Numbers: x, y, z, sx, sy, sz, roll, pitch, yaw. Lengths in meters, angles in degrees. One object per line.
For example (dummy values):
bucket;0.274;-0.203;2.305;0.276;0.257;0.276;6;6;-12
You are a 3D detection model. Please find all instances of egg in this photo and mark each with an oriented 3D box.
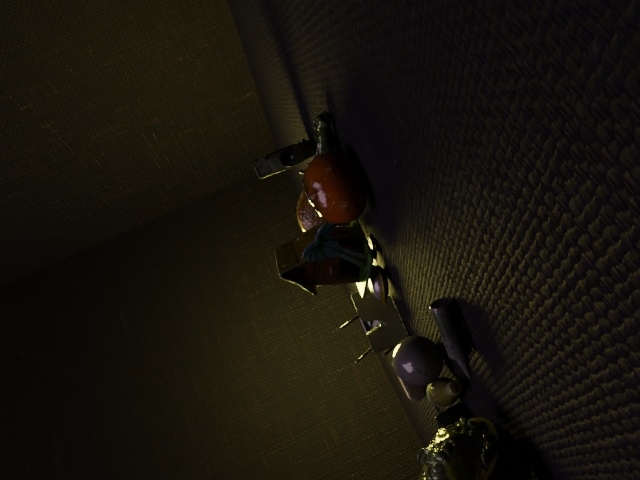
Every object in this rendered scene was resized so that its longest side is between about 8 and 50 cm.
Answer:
egg;0.288;0.357;1.482;0.199;0.146;0.147;113;132;-84

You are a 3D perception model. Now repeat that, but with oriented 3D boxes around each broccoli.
broccoli;0.008;-0.281;1.621;0.165;0.145;0.304;57;159;36

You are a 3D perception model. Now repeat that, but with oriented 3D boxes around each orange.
orange;0.042;-0.155;1.505;0.224;0.170;0.224;64;177;6

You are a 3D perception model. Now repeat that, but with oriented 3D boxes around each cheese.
cheese;0.197;0.111;1.779;0.156;0.064;0.250;-157;55;-82

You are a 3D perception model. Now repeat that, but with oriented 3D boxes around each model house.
model house;0.000;0.000;1.752;0.300;0.323;0.340;-109;20;-50

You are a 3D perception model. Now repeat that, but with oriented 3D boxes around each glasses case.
glasses case;0.367;0.568;2.073;0.196;0.083;0.050;63;173;14

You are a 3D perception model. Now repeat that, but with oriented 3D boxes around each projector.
projector;-0.149;-0.343;2.085;0.193;0.269;0.088;-137;23;-77

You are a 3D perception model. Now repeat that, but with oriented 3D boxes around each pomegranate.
pomegranate;0.334;0.537;1.138;0.261;0.260;0.341;65;165;9

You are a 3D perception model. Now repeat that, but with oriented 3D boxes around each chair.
chair;0.241;0.359;2.068;0.272;0.166;0.188;-26;-88;-52

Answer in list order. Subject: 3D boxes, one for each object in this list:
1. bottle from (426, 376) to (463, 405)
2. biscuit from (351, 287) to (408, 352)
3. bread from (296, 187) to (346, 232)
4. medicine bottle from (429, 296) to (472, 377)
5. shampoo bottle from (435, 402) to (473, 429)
bottle;0.363;0.432;1.441;0.270;0.083;0.083;87;159;-68
biscuit;0.222;0.292;1.885;0.046;0.147;0.250;-65;-49;-83
bread;-0.002;-0.109;2.096;0.171;0.191;0.314;-168;54;-86
medicine bottle;0.309;0.229;1.144;0.057;0.057;0.199;-135;22;-77
shampoo bottle;0.439;0.635;1.503;0.310;0.098;0.071;67;171;-22
